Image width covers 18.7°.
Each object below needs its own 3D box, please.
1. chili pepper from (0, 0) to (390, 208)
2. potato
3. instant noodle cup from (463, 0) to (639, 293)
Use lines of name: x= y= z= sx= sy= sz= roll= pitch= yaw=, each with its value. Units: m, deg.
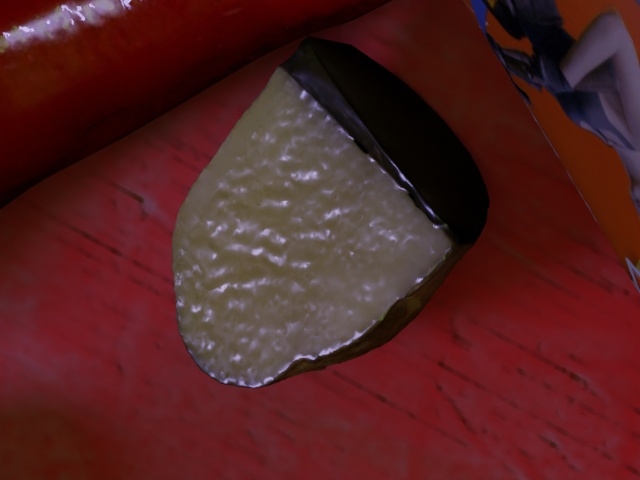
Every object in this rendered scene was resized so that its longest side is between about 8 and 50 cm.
chili pepper: x=-0.127 y=-0.036 z=0.643 sx=0.368 sy=0.137 sz=0.092 roll=-35 pitch=115 yaw=7
potato: x=0.000 y=0.000 z=0.665 sx=0.103 sy=0.066 sz=0.096 roll=-42 pitch=65 yaw=20
instant noodle cup: x=0.181 y=-0.065 z=0.533 sx=0.296 sy=0.296 sz=0.214 roll=-40 pitch=81 yaw=11
